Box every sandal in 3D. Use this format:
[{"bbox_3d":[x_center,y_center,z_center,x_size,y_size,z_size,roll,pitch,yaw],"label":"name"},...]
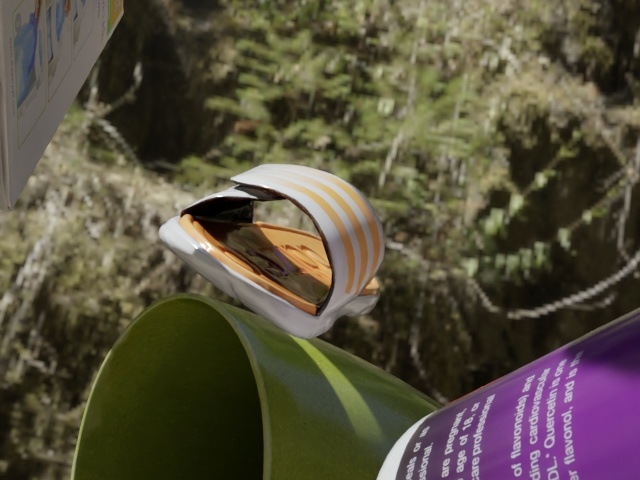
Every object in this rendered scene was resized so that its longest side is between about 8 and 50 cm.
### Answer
[{"bbox_3d":[-0.009,-0.006,0.749,0.102,0.076,0.265,34,8,11],"label":"sandal"}]

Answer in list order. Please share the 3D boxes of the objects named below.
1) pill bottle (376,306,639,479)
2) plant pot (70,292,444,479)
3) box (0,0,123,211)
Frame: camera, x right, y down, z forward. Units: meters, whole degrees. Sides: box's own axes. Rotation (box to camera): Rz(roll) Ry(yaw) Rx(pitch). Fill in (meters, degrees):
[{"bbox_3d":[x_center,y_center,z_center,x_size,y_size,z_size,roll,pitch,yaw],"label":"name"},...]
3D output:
[{"bbox_3d":[0.145,0.125,0.557,0.181,0.181,0.323,27,-43,-32],"label":"pill bottle"},{"bbox_3d":[-0.003,0.200,1.023,0.293,0.275,0.274,14,-22,-36],"label":"plant pot"},{"bbox_3d":[-0.155,-0.110,0.541,0.114,0.203,0.103,7,-58,2],"label":"box"}]
